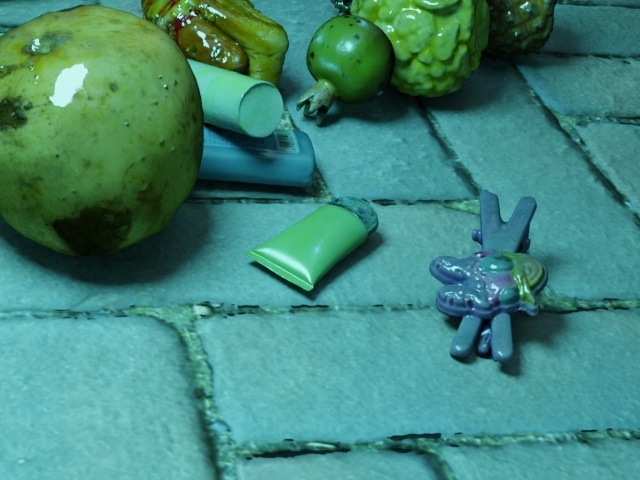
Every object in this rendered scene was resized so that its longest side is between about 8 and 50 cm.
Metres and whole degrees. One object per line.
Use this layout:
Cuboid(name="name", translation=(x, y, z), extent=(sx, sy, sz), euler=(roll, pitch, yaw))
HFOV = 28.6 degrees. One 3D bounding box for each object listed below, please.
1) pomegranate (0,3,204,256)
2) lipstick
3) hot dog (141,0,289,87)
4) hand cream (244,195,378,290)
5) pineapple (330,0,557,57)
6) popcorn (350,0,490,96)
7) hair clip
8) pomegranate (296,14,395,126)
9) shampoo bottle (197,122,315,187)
Cuboid(name="pomegranate", translation=(-0.260, -0.121, 1.391), extent=(0.281, 0.281, 0.281), euler=(9, 34, -6))
Cuboid(name="lipstick", translation=(-0.166, -0.196, 1.615), extent=(0.076, 0.076, 0.304), euler=(-16, 24, -36))
Cuboid(name="hot dog", translation=(-0.172, -0.294, 1.780), extent=(0.153, 0.150, 0.256), euler=(-6, 37, -42))
Cuboid(name="hand cream", translation=(0.000, 0.000, 1.489), extent=(0.095, 0.046, 0.175), euler=(30, 44, 23))
Cuboid(name="pineapple", translation=(0.195, -0.385, 2.031), extent=(0.361, 0.175, 0.175), euler=(3, 34, 1))
Cuboid(name="popcorn", translation=(0.147, -0.337, 1.862), extent=(0.212, 0.259, 0.259), euler=(-3, 30, 16))
Cuboid(name="hair clip", translation=(0.198, 0.031, 1.468), extent=(0.137, 0.090, 0.278), euler=(9, 32, 10))
Cuboid(name="pomegranate", translation=(0.038, -0.233, 1.753), extent=(0.129, 0.159, 0.129), euler=(13, -7, 2))
Cuboid(name="shampoo bottle", translation=(-0.140, -0.113, 1.589), extent=(0.258, 0.061, 0.104), euler=(4, 28, -13))
